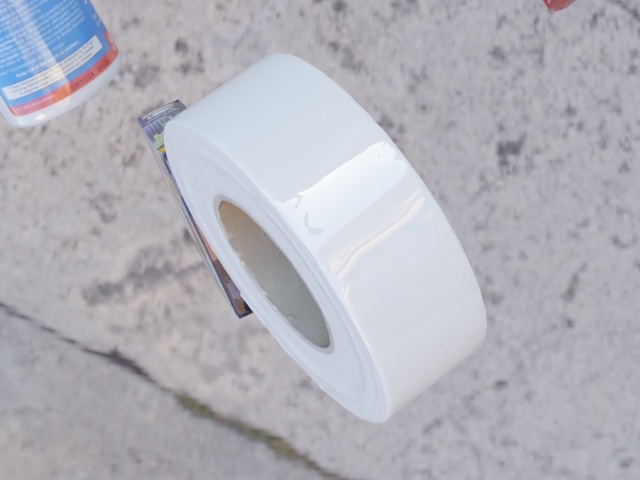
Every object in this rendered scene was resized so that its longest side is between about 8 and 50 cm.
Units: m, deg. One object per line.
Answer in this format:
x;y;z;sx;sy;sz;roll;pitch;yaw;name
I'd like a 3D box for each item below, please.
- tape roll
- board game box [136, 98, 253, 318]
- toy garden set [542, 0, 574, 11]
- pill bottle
0.000;0.000;1.239;0.100;0.286;0.286;-37;127;-15;tape roll
-0.101;-0.030;1.444;0.048;0.141;0.170;-27;110;-7;board game box
0.153;-0.287;1.009;0.049;0.204;0.244;-9;147;-41;toy garden set
-0.279;-0.222;1.424;0.124;0.124;0.221;-19;117;20;pill bottle
